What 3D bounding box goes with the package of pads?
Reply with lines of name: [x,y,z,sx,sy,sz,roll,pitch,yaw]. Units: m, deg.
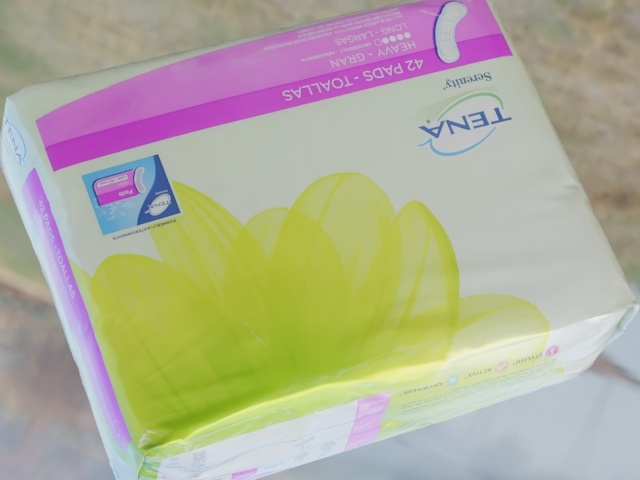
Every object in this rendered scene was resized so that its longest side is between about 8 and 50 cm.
package of pads: [0.000,0.000,1.082,0.296,0.229,0.101,-16,159,-18]
